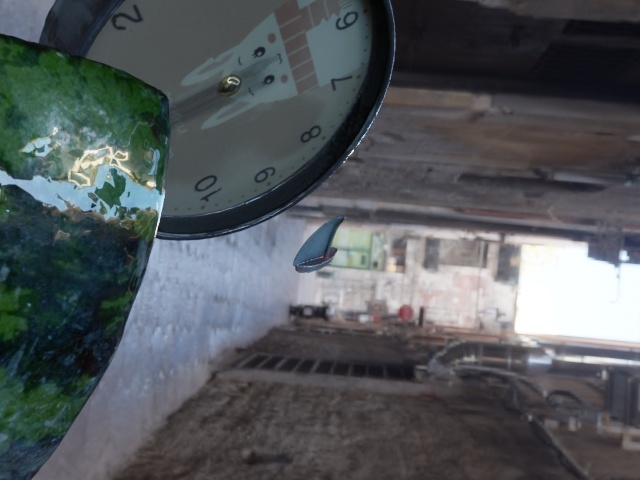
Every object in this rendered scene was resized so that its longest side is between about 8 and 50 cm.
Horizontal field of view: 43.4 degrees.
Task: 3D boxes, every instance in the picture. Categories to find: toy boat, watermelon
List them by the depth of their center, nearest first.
[{"bbox_3d":[-0.270,0.020,0.429,0.293,0.283,0.250,-15,-118,47],"label":"watermelon"},{"bbox_3d":[0.000,0.000,1.327,0.034,0.096,0.122,50,-36,28],"label":"toy boat"}]

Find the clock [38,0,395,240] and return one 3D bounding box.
[{"bbox_3d":[-0.094,-0.161,0.828,0.076,0.386,0.386,52,-25,35],"label":"clock"}]
